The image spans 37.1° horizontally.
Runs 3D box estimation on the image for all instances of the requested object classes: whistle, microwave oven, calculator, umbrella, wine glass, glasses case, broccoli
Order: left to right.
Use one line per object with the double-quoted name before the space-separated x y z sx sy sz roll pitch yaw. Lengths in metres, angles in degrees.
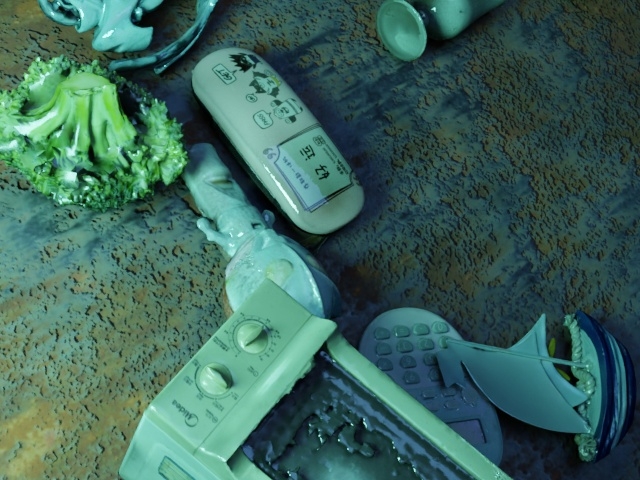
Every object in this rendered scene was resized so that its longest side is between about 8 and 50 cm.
"broccoli" -0.288 -0.131 1.186 0.226 0.176 0.198 5 54 25
"whistle" -0.085 0.021 1.217 0.142 0.134 0.346 -23 64 -23
"glasses case" -0.060 -0.142 1.324 0.122 0.075 0.314 -32 77 -26
"microwave oven" -0.003 0.252 1.024 0.355 0.286 0.218 39 58 5
"umbrella" 0.000 -0.002 1.308 0.031 0.020 0.083 20 50 39
"calculator" 0.139 0.224 1.228 0.184 0.042 0.295 -3 63 -20
"wine glass" 0.202 -0.374 1.513 0.231 0.103 0.103 -33 78 -32

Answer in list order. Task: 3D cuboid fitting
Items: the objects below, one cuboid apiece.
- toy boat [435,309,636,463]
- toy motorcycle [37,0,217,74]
"toy boat" 0.289 0.178 1.265 0.291 0.067 0.220 13 60 -20
"toy motorcycle" -0.251 -0.353 1.339 0.206 0.154 0.260 46 65 -19
